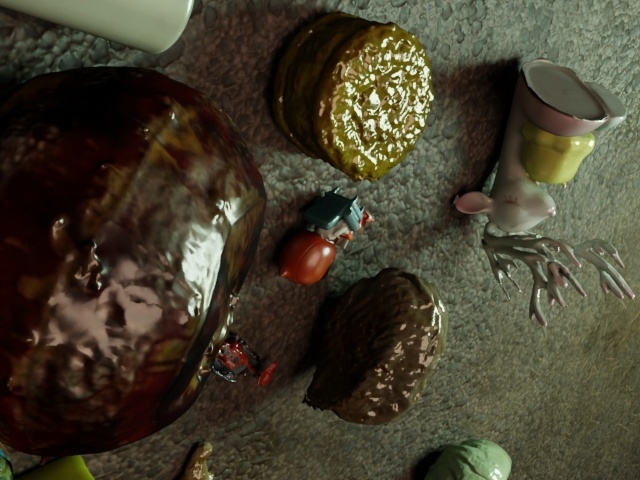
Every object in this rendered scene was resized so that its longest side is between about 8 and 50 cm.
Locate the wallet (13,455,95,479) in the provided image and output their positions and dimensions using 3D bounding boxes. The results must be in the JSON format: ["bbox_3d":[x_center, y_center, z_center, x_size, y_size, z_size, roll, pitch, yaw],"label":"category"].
[{"bbox_3d":[-0.344,0.322,0.810,0.241,0.141,0.067,-23,122,-31],"label":"wallet"}]

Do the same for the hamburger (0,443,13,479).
[{"bbox_3d":[-0.396,0.259,0.651,0.260,0.150,0.276,-8,82,-22],"label":"hamburger"}]

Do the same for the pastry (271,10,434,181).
[{"bbox_3d":[0.040,-0.168,0.895,0.188,0.103,0.189,-21,126,-32],"label":"pastry"}]

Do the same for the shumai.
[{"bbox_3d":[0.109,0.156,1.078,0.185,0.183,0.218,20,86,-44],"label":"shumai"}]

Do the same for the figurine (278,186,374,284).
[{"bbox_3d":[0.000,0.000,0.980,0.140,0.068,0.075,-50,138,-10],"label":"figurine"}]

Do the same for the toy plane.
[{"bbox_3d":[-0.109,0.155,0.996,0.145,0.037,0.060,43,72,-42],"label":"toy plane"}]

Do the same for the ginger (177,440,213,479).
[{"bbox_3d":[-0.167,0.320,1.041,0.048,0.030,0.097,30,94,-45],"label":"ginger"}]

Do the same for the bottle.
[{"bbox_3d":[-0.227,-0.234,0.624,0.245,0.104,0.104,9,107,-43],"label":"bottle"}]

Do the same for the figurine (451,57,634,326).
[{"bbox_3d":[0.331,-0.058,1.107,0.206,0.284,0.316,-17,135,-32],"label":"figurine"}]

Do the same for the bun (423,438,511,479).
[{"bbox_3d":[0.258,0.457,1.422,0.213,0.126,0.204,-61,162,12],"label":"bun"}]

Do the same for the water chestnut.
[{"bbox_3d":[-0.216,0.012,0.659,0.350,0.302,0.351,20,90,-85],"label":"water chestnut"}]
